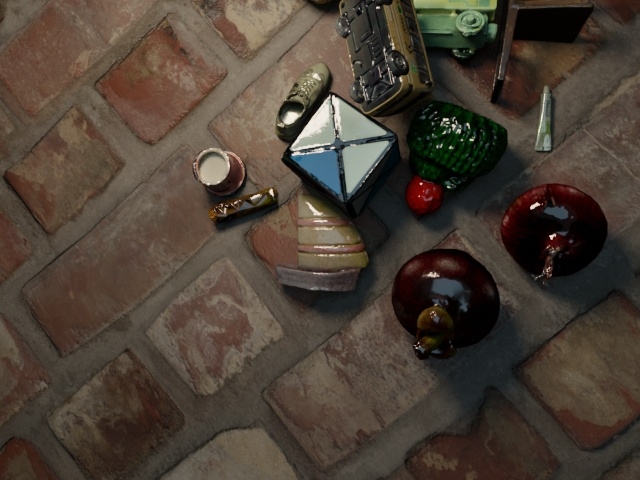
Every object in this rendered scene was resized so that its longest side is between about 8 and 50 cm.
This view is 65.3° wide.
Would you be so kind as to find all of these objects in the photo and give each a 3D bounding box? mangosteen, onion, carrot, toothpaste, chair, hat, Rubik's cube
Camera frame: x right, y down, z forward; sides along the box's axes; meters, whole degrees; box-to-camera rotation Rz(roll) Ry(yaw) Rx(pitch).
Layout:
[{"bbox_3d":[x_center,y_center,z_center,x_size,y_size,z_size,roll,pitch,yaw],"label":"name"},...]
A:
[{"bbox_3d":[0.341,0.166,1.374,0.297,0.293,0.297,2,98,13],"label":"mangosteen"},{"bbox_3d":[0.635,-0.012,1.359,0.273,0.285,0.273,10,122,16],"label":"onion"},{"bbox_3d":[-0.245,-0.114,1.603,0.228,0.069,0.069,-17,83,6],"label":"carrot"},{"bbox_3d":[0.676,-0.367,1.504,0.048,0.029,0.197,4,89,9],"label":"toothpaste"},{"bbox_3d":[0.647,-0.626,1.446,0.240,0.203,0.416,6,87,12],"label":"chair"},{"bbox_3d":[0.365,-0.224,1.467,0.274,0.242,0.332,32,115,23],"label":"hat"},{"bbox_3d":[0.069,-0.242,1.474,0.250,0.248,0.246,37,92,11],"label":"Rubik's cube"}]

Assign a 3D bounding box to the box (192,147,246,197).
[{"bbox_3d":[-0.325,-0.221,1.589,0.151,0.135,0.151,-1,87,9],"label":"box"}]

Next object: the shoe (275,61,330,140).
[{"bbox_3d":[-0.060,-0.450,1.589,0.103,0.098,0.275,28,88,6],"label":"shoe"}]

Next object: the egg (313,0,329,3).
[{"bbox_3d":[-0.010,-0.871,1.562,0.203,0.203,0.245,-29,91,5],"label":"egg"}]

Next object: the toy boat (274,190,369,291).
[{"bbox_3d":[0.010,0.031,1.509,0.276,0.111,0.294,21,101,14],"label":"toy boat"}]

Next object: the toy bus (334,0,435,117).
[{"bbox_3d":[0.182,-0.522,1.360,0.177,0.201,0.366,-24,71,47],"label":"toy bus"}]

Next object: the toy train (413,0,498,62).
[{"bbox_3d":[0.353,-0.685,1.527,0.368,0.150,0.237,6,75,11],"label":"toy train"}]
